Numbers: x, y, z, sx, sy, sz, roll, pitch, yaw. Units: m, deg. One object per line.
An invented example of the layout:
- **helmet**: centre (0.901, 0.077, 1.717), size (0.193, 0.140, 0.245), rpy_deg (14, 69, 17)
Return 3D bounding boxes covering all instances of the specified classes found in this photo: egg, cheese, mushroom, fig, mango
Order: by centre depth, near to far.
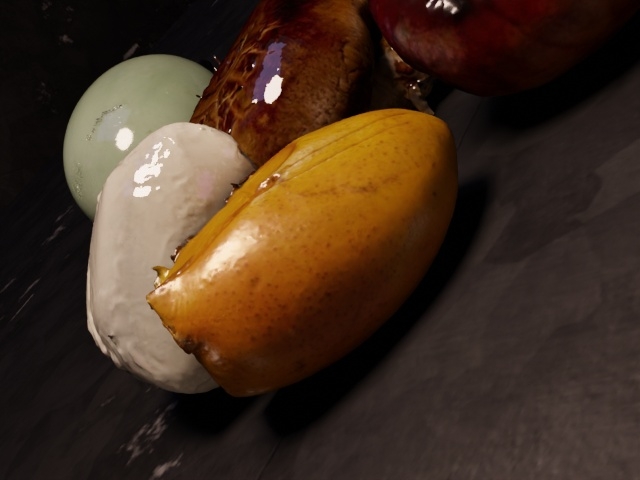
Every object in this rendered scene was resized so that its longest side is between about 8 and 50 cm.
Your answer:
- **mango**: centre (0.000, 0.000, 0.790), size (0.252, 0.126, 0.154), rpy_deg (-42, 27, -19)
- **fig**: centre (0.148, -0.233, 0.862), size (0.263, 0.224, 0.224), rpy_deg (-42, 17, -15)
- **cheese**: centre (-0.106, 0.019, 0.905), size (0.189, 0.154, 0.198), rpy_deg (165, 109, -68)
- **mushroom**: centre (-0.023, -0.133, 1.077), size (0.278, 0.163, 0.297), rpy_deg (-37, 24, 24)
- **egg**: centre (-0.187, -0.106, 1.312), size (0.203, 0.203, 0.282), rpy_deg (-37, 15, 20)

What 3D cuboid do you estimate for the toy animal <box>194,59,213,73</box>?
- **toy animal**: centre (-0.267, -0.182, 1.807), size (0.298, 0.122, 0.185), rpy_deg (-29, 32, 57)
